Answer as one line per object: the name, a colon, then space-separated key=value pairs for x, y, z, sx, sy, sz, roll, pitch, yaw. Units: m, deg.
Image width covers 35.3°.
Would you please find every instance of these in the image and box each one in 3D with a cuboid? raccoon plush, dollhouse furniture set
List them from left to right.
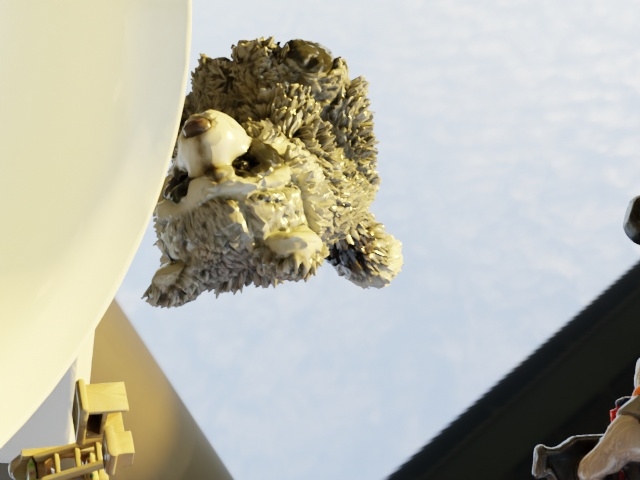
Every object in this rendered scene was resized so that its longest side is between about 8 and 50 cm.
dollhouse furniture set: x=-0.225 y=0.248 z=0.919 sx=0.101 sy=0.161 sz=0.182 roll=-2 pitch=-136 yaw=-21
raccoon plush: x=0.000 y=0.000 z=1.016 sx=0.216 sy=0.446 sz=0.299 roll=-30 pitch=-137 yaw=27

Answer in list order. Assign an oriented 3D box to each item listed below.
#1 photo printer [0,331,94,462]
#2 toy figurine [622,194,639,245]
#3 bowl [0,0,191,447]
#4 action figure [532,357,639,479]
photo printer: x=-0.436 y=0.167 z=1.339 sx=0.256 sy=0.307 sz=0.107 roll=9 pitch=-150 yaw=-8
toy figurine: x=0.442 y=0.031 z=1.066 sx=0.148 sy=0.213 sz=0.209 roll=-17 pitch=-169 yaw=-25
bowl: x=-0.181 y=-0.043 z=0.343 sx=0.134 sy=0.297 sz=0.298 roll=22 pitch=-129 yaw=20
action figure: x=0.399 y=0.242 z=0.948 sx=0.341 sy=0.178 sz=0.330 roll=-9 pitch=-115 yaw=-9
